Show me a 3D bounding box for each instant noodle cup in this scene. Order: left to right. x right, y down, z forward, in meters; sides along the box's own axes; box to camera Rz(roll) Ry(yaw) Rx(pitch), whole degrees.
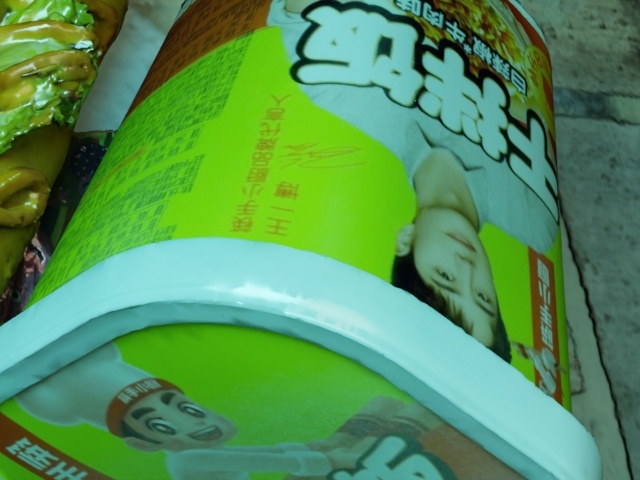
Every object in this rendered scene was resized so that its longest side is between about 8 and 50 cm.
[{"bbox_3d":[0.000,0.000,0.621,0.294,0.294,0.308,31,47,-21],"label":"instant noodle cup"}]

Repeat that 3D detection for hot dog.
[{"bbox_3d":[-0.187,-0.079,0.583,0.158,0.117,0.349,34,55,-22],"label":"hot dog"}]

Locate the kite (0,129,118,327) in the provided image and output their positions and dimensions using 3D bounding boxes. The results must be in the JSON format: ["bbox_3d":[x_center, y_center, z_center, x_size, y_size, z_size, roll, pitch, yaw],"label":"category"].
[{"bbox_3d":[-0.199,-0.002,0.627,0.321,0.016,0.234,-4,72,-36],"label":"kite"}]
